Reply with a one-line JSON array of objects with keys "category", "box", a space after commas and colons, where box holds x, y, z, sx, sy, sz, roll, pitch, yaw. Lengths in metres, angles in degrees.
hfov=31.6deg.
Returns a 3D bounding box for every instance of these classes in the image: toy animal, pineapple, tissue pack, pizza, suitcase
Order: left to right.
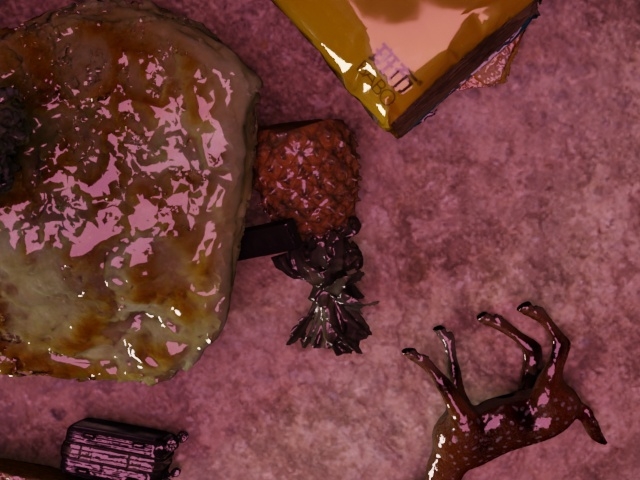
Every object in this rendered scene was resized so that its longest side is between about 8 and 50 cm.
[{"category": "suitcase", "box": [-0.214, 0.229, 1.225, 0.126, 0.086, 0.059, 10, 88, 3]}, {"category": "pineapple", "box": [0.000, 0.000, 1.144, 0.125, 0.125, 0.251, -7, 106, 7]}, {"category": "tissue pack", "box": [0.049, -0.255, 1.048, 0.192, 0.134, 0.271, -42, 85, 8]}, {"category": "pizza", "box": [0.133, -0.196, 1.126, 0.160, 0.036, 0.099, -10, 93, 7]}, {"category": "toy animal", "box": [0.171, 0.213, 1.187, 0.243, 0.087, 0.260, -18, 97, 10]}]

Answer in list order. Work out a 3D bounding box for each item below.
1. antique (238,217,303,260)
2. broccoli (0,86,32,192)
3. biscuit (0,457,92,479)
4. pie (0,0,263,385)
[{"category": "antique", "box": [-0.093, 0.007, 1.147, 0.192, 0.015, 0.031, -11, 112, 42]}, {"category": "broccoli", "box": [-0.398, -0.111, 0.939, 0.304, 0.145, 0.165, 27, 95, -10]}, {"category": "biscuit", "box": [-0.326, 0.254, 1.219, 0.231, 0.131, 0.025, 10, 83, 4]}, {"category": "pie", "box": [-0.253, -0.034, 1.111, 0.418, 0.180, 0.395, -1, 104, 13]}]
